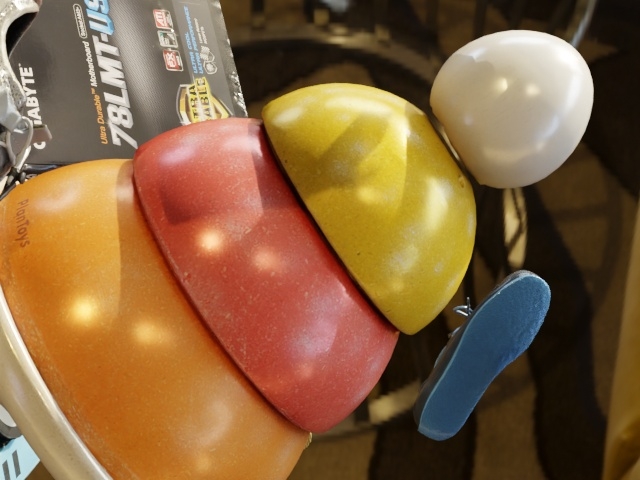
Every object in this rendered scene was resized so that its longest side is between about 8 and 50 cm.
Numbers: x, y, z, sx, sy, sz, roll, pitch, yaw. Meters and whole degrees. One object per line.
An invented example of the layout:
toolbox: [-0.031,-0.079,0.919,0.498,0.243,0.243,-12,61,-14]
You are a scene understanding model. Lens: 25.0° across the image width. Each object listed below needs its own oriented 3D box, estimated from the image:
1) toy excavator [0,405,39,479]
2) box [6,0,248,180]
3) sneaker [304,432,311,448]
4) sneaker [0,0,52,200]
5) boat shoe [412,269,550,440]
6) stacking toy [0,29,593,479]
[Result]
toy excavator: [-0.394,0.344,1.636,0.222,0.433,0.445,-13,102,13]
box: [-0.232,-0.196,1.597,0.293,0.073,0.295,1,67,-38]
sneaker: [-0.085,0.197,1.861,0.069,0.185,0.084,-36,25,8]
sneaker: [-0.241,-0.061,0.985,0.115,0.105,0.281,2,78,-13]
boat shoe: [0.197,0.139,1.914,0.109,0.089,0.258,40,94,-18]
stacking toy: [0.000,0.000,1.109,0.480,0.350,0.350,-32,63,10]
